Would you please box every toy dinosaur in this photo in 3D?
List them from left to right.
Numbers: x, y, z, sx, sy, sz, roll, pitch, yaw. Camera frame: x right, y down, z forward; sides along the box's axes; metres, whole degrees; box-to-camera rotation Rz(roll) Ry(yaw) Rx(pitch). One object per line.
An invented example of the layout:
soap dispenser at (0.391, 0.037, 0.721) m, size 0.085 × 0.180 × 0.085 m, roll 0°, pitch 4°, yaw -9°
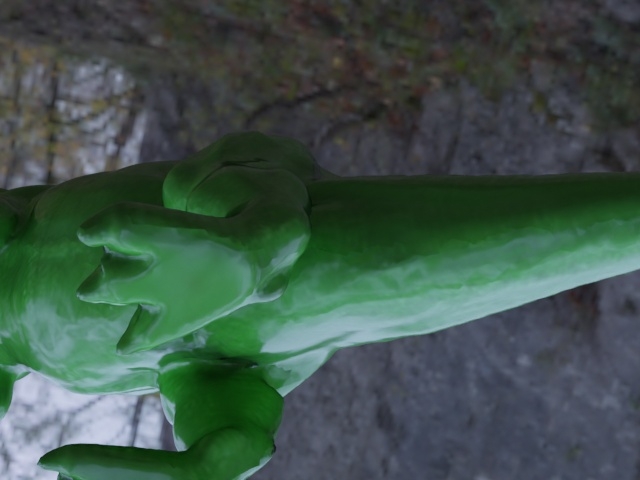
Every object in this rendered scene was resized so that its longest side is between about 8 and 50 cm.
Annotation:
toy dinosaur at (0.000, 0.000, 0.681) m, size 0.500 × 0.144 × 0.374 m, roll -12°, pitch -165°, yaw -10°
